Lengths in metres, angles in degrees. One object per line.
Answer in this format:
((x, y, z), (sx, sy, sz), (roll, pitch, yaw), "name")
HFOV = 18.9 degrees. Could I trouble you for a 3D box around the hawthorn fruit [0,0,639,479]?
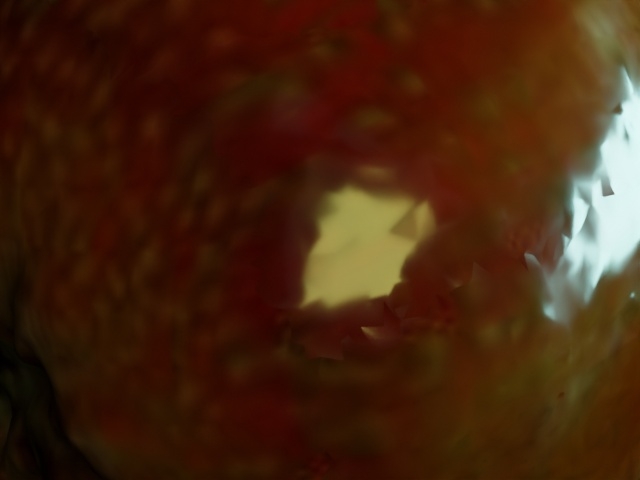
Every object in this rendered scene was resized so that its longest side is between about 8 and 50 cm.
((0.000, 0.000, 0.607), (0.275, 0.275, 0.299), (39, 51, 0), "hawthorn fruit")
